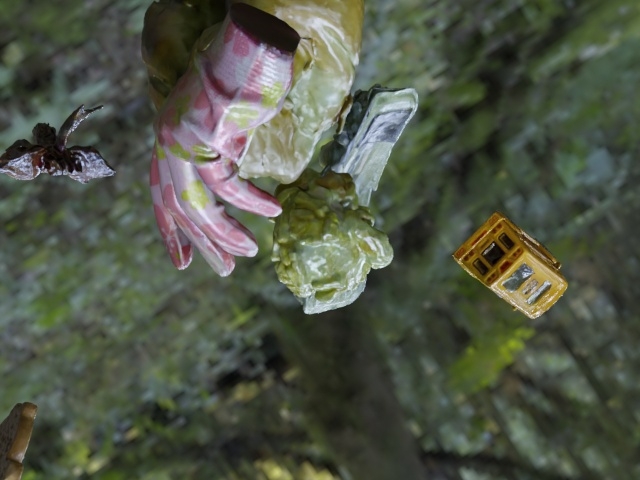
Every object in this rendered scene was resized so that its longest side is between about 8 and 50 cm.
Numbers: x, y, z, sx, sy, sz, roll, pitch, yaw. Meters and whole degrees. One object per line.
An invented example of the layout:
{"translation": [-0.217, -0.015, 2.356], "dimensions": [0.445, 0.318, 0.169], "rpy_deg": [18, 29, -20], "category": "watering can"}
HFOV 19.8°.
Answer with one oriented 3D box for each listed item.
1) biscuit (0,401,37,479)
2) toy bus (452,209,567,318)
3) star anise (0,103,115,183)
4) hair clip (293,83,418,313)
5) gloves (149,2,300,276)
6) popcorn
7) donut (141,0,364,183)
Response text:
{"translation": [-0.356, 0.266, 2.004], "dimensions": [0.133, 0.027, 0.184], "rpy_deg": [-48, -157, 33], "category": "biscuit"}
{"translation": [0.199, 0.030, 1.851], "dimensions": [0.069, 0.074, 0.162], "rpy_deg": [-46, 150, 7], "category": "toy bus"}
{"translation": [-0.353, -0.144, 2.461], "dimensions": [0.158, 0.140, 0.144], "rpy_deg": [-44, 151, -61], "category": "star anise"}
{"translation": [0.025, -0.062, 2.339], "dimensions": [0.138, 0.091, 0.321], "rpy_deg": [-9, 124, -50], "category": "hair clip"}
{"translation": [-0.093, -0.081, 1.590], "dimensions": [0.241, 0.126, 0.145], "rpy_deg": [-59, -145, 20], "category": "gloves"}
{"translation": [0.000, 0.000, 2.082], "dimensions": [0.141, 0.162, 0.135], "rpy_deg": [-47, 167, -41], "category": "popcorn"}
{"translation": [-0.077, -0.221, 1.884], "dimensions": [0.170, 0.360, 0.360], "rpy_deg": [4, 169, -22], "category": "donut"}
